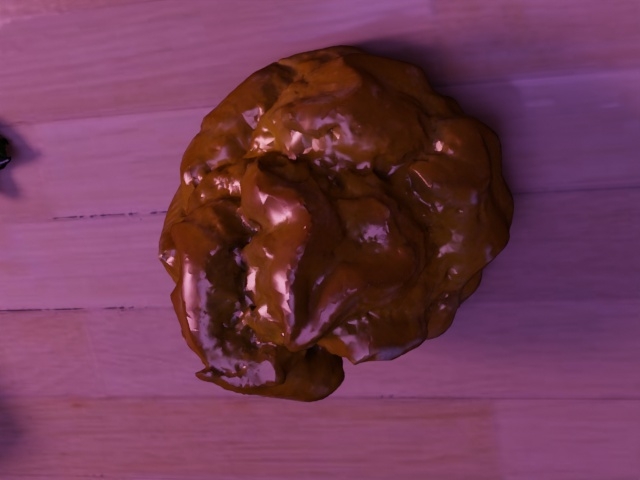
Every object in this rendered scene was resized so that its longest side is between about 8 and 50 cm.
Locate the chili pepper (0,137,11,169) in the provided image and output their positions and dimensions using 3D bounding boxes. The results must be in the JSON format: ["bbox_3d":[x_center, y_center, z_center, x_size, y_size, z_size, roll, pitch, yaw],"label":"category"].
[{"bbox_3d":[-0.433,-0.109,1.240,0.224,0.061,0.098,23,112,10],"label":"chili pepper"}]

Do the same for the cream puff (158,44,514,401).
[{"bbox_3d":[0.001,-0.001,1.035,0.325,0.257,0.291,-11,113,23],"label":"cream puff"}]
